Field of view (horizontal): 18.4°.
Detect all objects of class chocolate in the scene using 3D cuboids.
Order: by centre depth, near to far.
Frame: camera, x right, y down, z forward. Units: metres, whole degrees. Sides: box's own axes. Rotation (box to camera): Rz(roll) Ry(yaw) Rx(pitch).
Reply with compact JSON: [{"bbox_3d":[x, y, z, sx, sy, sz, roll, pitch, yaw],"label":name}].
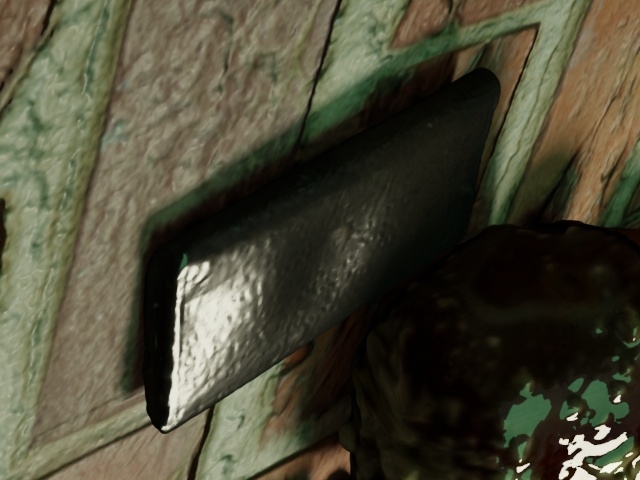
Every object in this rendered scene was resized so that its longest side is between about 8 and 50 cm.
[{"bbox_3d":[0.126,0.145,1.581,0.210,0.225,0.340,-21,140,-30],"label":"chocolate"}]

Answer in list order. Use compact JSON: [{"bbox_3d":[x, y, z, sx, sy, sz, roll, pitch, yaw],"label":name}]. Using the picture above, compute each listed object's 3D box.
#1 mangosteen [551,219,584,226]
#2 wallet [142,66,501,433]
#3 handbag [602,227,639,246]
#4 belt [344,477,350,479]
[{"bbox_3d":[0.223,0.051,1.720,0.152,0.152,0.152,-40,151,-27],"label":"mangosteen"},{"bbox_3d":[0.000,0.000,1.375,0.321,0.044,0.170,-30,145,-35],"label":"wallet"},{"bbox_3d":[0.343,0.041,1.919,0.190,0.127,0.063,0,121,-61],"label":"handbag"},{"bbox_3d":[0.016,0.247,1.717,0.059,0.036,0.083,-9,130,-48],"label":"belt"}]
